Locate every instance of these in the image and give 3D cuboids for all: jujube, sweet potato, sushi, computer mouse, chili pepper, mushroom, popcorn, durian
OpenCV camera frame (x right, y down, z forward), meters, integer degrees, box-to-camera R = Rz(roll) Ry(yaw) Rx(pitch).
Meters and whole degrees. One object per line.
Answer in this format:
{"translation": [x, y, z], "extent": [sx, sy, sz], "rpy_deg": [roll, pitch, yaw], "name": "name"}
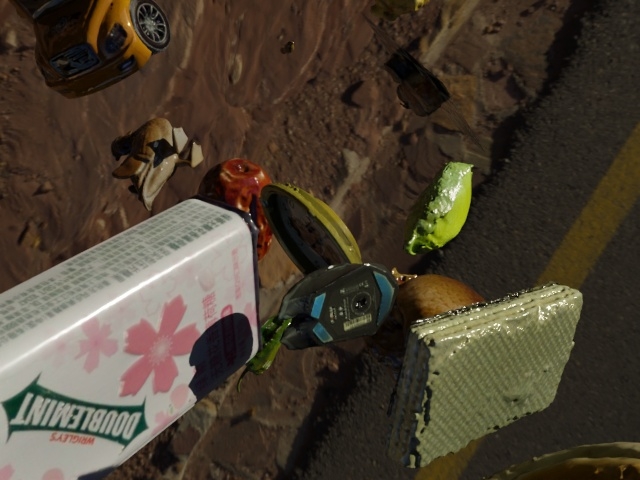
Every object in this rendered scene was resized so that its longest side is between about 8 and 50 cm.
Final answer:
{"translation": [-0.180, -0.051, 1.505], "extent": [0.174, 0.174, 0.250], "rpy_deg": [5, 131, -8], "name": "jujube"}
{"translation": [-0.080, -0.460, 1.701], "extent": [0.026, 0.115, 0.026], "rpy_deg": [-2, 97, -16], "name": "sweet potato"}
{"translation": [0.226, -0.355, 1.712], "extent": [0.069, 0.339, 0.320], "rpy_deg": [-43, 144, 7], "name": "sushi"}
{"translation": [0.013, 0.060, 0.689], "extent": [0.135, 0.047, 0.079], "rpy_deg": [-19, 114, -26], "name": "computer mouse"}
{"translation": [-0.132, 0.255, 1.618], "extent": [0.073, 0.072, 0.204], "rpy_deg": [48, 69, -33], "name": "chili pepper"}
{"translation": [0.196, 0.161, 1.175], "extent": [0.283, 0.263, 0.195], "rpy_deg": [38, 92, 9], "name": "mushroom"}
{"translation": [0.148, -0.470, 1.222], "extent": [0.140, 0.194, 0.163], "rpy_deg": [6, 121, 35], "name": "popcorn"}
{"translation": [0.235, -0.060, 1.448], "extent": [0.250, 0.101, 0.139], "rpy_deg": [-54, 145, -17], "name": "durian"}

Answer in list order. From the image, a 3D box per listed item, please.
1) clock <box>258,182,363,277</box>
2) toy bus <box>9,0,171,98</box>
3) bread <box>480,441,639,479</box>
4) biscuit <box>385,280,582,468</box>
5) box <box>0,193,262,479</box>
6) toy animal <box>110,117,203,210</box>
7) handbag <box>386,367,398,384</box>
{"translation": [0.000, 0.000, 1.071], "extent": [0.057, 0.237, 0.237], "rpy_deg": [-37, 104, -18], "name": "clock"}
{"translation": [-0.147, -0.192, 0.448], "extent": [0.083, 0.088, 0.195], "rpy_deg": [-13, 64, 29], "name": "toy bus"}
{"translation": [0.179, 0.273, 0.470], "extent": [0.305, 0.305, 0.159], "rpy_deg": [-36, 108, 0], "name": "bread"}
{"translation": [0.139, 0.106, 0.580], "extent": [0.199, 0.040, 0.121], "rpy_deg": [-10, 119, -39], "name": "biscuit"}
{"translation": [-0.205, 0.108, 0.648], "extent": [0.112, 0.369, 0.190], "rpy_deg": [20, 124, 29], "name": "box"}
{"translation": [-0.301, -0.130, 1.202], "extent": [0.179, 0.089, 0.188], "rpy_deg": [-3, 59, 25], "name": "toy animal"}
{"translation": [0.206, 0.247, 1.870], "extent": [0.149, 0.283, 0.302], "rpy_deg": [-27, 82, 3], "name": "handbag"}
